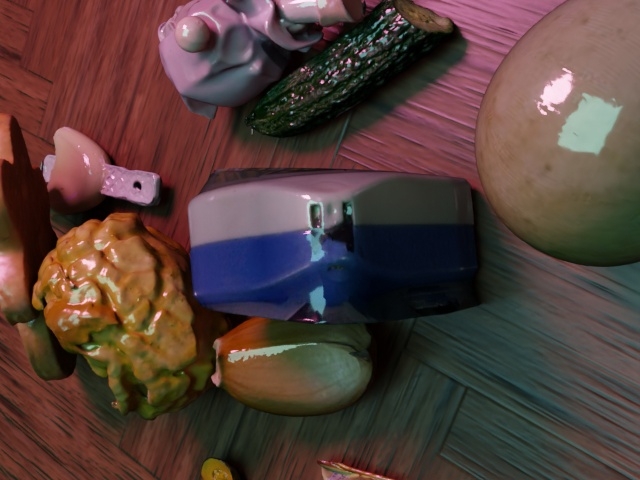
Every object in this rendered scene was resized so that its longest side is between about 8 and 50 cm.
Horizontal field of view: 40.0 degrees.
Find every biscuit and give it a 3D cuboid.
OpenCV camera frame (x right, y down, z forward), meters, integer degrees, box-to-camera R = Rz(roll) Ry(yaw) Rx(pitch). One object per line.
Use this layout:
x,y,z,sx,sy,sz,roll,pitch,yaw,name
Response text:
-0.373,0.023,1.116,0.275,0.052,0.355,-106,9,-48,biscuit

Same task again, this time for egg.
0.263,-0.113,0.729,0.295,0.218,0.218,-47,66,16,egg

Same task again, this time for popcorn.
-0.219,0.082,1.043,0.190,0.250,0.250,-31,73,12,popcorn

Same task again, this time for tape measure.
0.002,-0.001,0.884,0.262,0.259,0.138,2,91,38,tape measure

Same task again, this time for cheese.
-0.305,-0.082,1.199,0.235,0.049,0.127,14,97,34,cheese

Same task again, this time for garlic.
-0.009,0.127,0.975,0.206,0.128,0.115,-10,41,29,garlic

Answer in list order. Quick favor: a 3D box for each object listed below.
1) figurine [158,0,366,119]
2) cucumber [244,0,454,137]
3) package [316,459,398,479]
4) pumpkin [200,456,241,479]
-0.073,-0.237,0.976,0.276,0.200,0.133,-23,103,38,figurine
0.022,-0.182,0.977,0.265,0.077,0.077,-33,73,31,cucumber
0.044,0.310,0.985,0.108,0.031,0.121,3,97,34,package
-0.116,0.304,1.090,0.050,0.028,0.083,-17,90,34,pumpkin
